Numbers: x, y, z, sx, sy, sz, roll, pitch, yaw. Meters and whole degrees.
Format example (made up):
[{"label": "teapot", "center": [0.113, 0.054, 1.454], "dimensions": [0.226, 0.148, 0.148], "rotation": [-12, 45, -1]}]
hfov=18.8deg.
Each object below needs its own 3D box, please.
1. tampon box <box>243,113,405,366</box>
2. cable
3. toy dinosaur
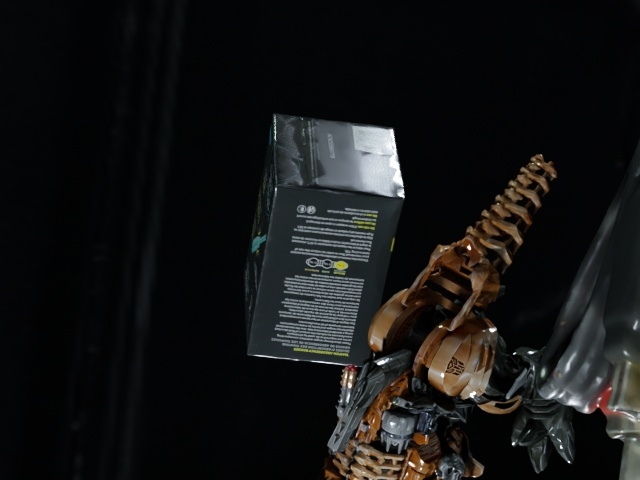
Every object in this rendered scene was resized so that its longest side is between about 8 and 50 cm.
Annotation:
[{"label": "tampon box", "center": [0.000, 0.000, 1.542], "dimensions": [0.120, 0.102, 0.161], "rotation": [-95, 14, -57]}, {"label": "cable", "center": [0.168, -0.025, 0.851], "dimensions": [0.072, 0.139, 0.287], "rotation": [23, -110, -15]}, {"label": "toy dinosaur", "center": [0.100, 0.098, 1.460], "dimensions": [0.164, 0.322, 0.218], "rotation": [53, -162, 26]}]
